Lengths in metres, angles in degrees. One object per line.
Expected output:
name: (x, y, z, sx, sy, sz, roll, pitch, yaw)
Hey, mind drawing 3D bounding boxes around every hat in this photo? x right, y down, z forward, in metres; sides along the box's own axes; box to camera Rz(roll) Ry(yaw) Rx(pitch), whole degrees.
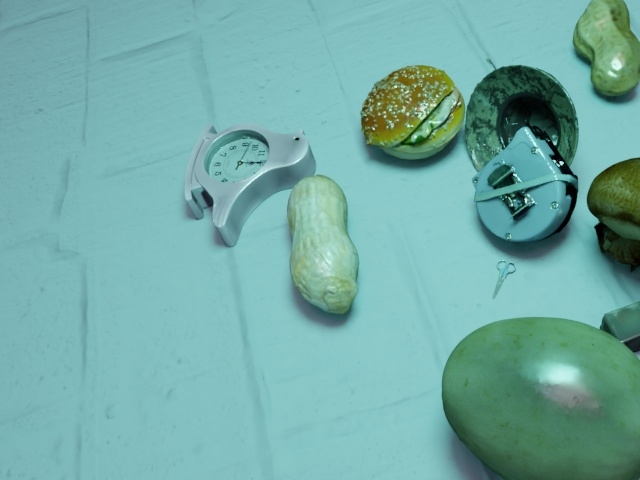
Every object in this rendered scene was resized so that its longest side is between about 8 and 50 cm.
hat: (0.426, -0.222, 1.209, 0.128, 0.266, 0.266, -10, 49, -32)

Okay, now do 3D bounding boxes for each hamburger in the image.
hamburger: (0.195, -0.278, 1.300, 0.236, 0.147, 0.237, -9, 59, 16)

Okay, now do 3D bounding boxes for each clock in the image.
clock: (-0.162, -0.128, 1.334, 0.275, 0.080, 0.291, 3, 59, 15)

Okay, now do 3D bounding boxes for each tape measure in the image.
tape measure: (0.374, -0.088, 1.115, 0.182, 0.107, 0.181, -50, 58, 34)

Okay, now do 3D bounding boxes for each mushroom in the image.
mushroom: (0.583, -0.036, 0.994, 0.297, 0.278, 0.163, 25, 81, -17)

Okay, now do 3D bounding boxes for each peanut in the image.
peanut: (0.620, -0.423, 1.317, 0.125, 0.111, 0.275, -7, 56, 14)

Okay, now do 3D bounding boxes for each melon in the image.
melon: (0.331, 0.235, 0.878, 0.308, 0.272, 0.272, 34, 71, 23)

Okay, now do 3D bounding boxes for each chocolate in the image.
chocolate: (0.000, 0.000, 1.180, 0.134, 0.134, 0.309, -14, 56, 5)

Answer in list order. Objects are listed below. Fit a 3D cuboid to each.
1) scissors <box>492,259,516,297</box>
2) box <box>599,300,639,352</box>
scissors: (0.335, 0.072, 1.129, 0.036, 0.006, 0.083, 19, 64, 26)
box: (0.514, 0.146, 1.008, 0.084, 0.060, 0.063, -21, 51, 1)
